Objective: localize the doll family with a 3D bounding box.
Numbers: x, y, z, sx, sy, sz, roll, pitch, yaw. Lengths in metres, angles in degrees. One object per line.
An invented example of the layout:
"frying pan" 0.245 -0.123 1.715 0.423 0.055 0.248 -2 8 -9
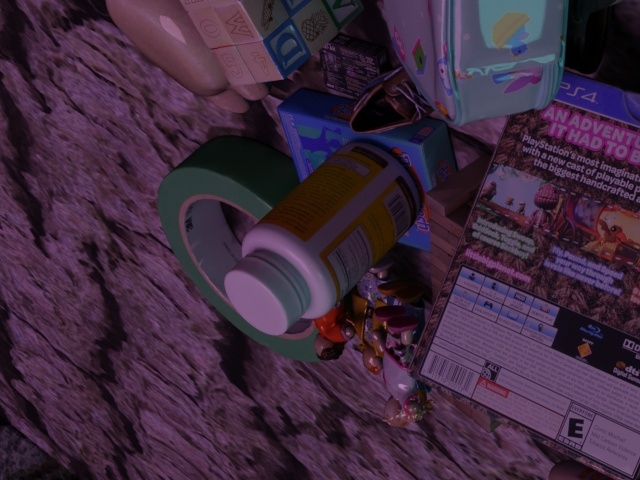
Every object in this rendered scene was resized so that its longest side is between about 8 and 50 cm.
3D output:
"doll family" 0.082 0.115 1.460 0.263 0.118 0.163 40 139 55

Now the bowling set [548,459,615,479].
"bowling set" 0.363 0.166 1.178 0.154 0.287 0.199 1 86 64

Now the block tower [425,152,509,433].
"block tower" 0.183 0.071 1.384 0.097 0.091 0.335 36 149 37

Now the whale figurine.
"whale figurine" -0.125 -0.239 1.410 0.216 0.141 0.272 36 173 18

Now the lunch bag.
"lunch bag" 0.113 -0.250 0.995 0.224 0.108 0.279 -113 16 -58

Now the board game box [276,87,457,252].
"board game box" 0.060 -0.076 1.423 0.210 0.047 0.160 19 140 38

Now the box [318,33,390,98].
"box" 0.036 -0.183 1.353 0.083 0.018 0.067 23 143 34

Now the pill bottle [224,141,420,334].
"pill bottle" 0.000 0.000 1.326 0.117 0.215 0.117 31 145 24

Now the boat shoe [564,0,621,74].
"boat shoe" 0.221 -0.219 1.028 0.073 0.080 0.223 31 152 15

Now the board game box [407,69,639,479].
"board game box" 0.247 0.029 1.060 0.232 0.291 0.141 25 -174 33

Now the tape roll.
"tape roll" -0.073 0.015 1.670 0.321 0.077 0.321 31 146 24

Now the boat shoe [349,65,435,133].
"boat shoe" 0.097 -0.147 1.257 0.066 0.066 0.183 46 143 -11

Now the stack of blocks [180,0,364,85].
"stack of blocks" -0.077 -0.315 1.185 0.087 0.171 0.297 2 129 51
